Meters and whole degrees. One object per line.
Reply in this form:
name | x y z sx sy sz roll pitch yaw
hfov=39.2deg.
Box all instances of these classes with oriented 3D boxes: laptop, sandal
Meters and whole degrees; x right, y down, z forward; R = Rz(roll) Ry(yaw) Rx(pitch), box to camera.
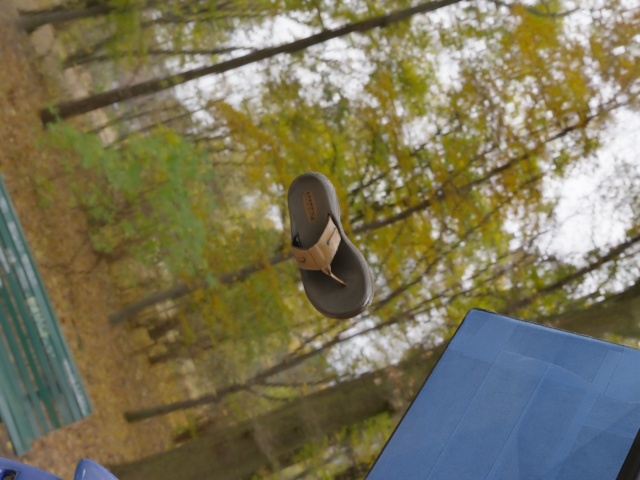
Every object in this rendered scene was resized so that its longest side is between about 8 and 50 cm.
laptop | 0.200 0.182 0.789 0.236 0.382 0.408 32 -27 9
sandal | 0.000 0.000 1.122 0.060 0.090 0.219 34 36 -55

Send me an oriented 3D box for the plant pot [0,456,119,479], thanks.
plant pot | -0.247 0.318 0.768 0.236 0.212 0.236 71 17 -54
